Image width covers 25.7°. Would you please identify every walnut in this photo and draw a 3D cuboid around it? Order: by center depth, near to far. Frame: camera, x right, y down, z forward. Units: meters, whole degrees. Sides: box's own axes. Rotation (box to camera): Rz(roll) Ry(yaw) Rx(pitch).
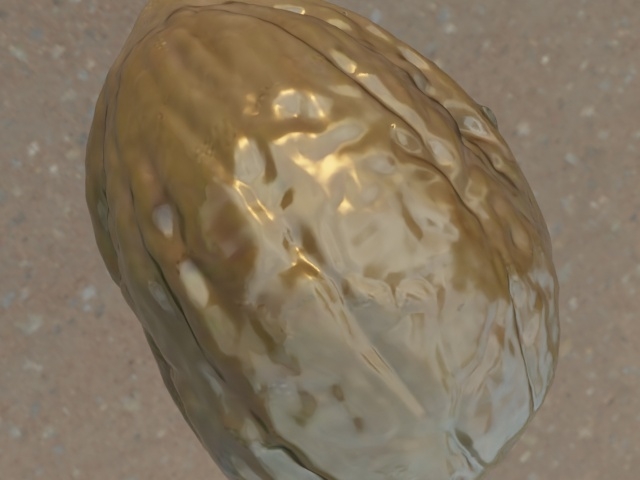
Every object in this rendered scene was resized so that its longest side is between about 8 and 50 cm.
[{"bbox_3d":[-0.002,0.001,0.549,0.178,0.230,0.178,-33,-179,1],"label":"walnut"}]
